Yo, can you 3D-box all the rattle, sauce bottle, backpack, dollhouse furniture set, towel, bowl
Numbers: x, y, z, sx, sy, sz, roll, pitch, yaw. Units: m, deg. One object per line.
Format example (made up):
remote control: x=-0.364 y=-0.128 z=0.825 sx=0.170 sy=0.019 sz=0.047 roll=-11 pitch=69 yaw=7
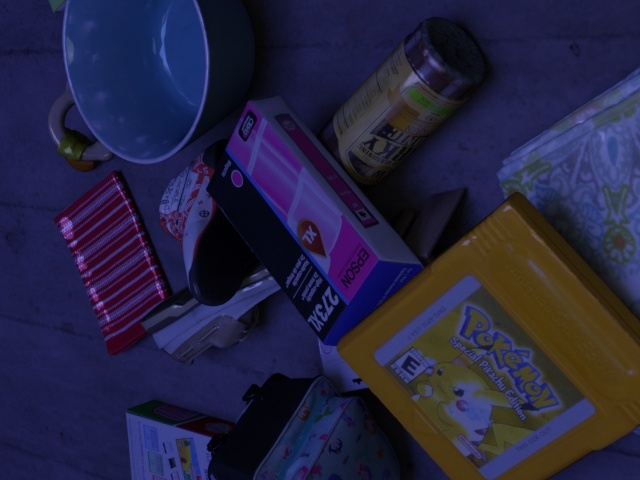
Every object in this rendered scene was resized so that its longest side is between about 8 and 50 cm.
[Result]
rattle: x=-0.376 y=-0.223 z=1.900 sx=0.130 sy=0.143 sz=0.199 roll=-2 pitch=84 yaw=9
sauce bottle: x=0.069 y=-0.139 z=1.483 sx=0.344 sy=0.111 sz=0.111 roll=-45 pitch=71 yaw=41
backpack: x=-0.007 y=0.330 z=1.579 sx=0.191 sy=0.225 sz=0.253 roll=3 pitch=134 yaw=37
dollhouse furniture set: x=0.149 y=0.037 z=1.510 sx=0.144 sy=0.123 sz=0.151 roll=-12 pitch=127 yaw=45
towel: x=-0.350 y=0.043 z=1.946 sx=0.199 sy=0.031 sz=0.274 roll=-29 pitch=82 yaw=41
towel: x=0.392 y=-0.005 z=1.253 sx=0.320 sy=0.090 sz=0.374 roll=-35 pitch=78 yaw=44
bowl: x=-0.213 y=-0.274 z=1.655 sx=0.312 sy=0.163 sz=0.311 roll=11 pitch=108 yaw=38

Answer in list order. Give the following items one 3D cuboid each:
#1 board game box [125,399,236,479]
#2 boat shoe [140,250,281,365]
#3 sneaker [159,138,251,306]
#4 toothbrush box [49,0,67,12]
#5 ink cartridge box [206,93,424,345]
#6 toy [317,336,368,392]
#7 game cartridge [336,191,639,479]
board game box: x=-0.184 y=0.411 z=1.873 sx=0.317 sy=0.064 sz=0.242 roll=8 pitch=106 yaw=39
boat shoe: x=-0.140 y=0.102 z=1.738 sx=0.302 sy=0.113 sz=0.103 roll=-26 pitch=105 yaw=40
sneaker: x=-0.176 y=-0.007 z=1.684 sx=0.145 sy=0.090 sz=0.270 roll=-30 pitch=47 yaw=45
toothbrush box: x=-0.358 y=-0.520 z=1.741 sx=0.206 sy=0.122 sz=0.283 roll=-32 pitch=79 yaw=42
ink cartridge box: x=0.000 y=0.000 z=1.474 sx=0.371 sy=0.069 sz=0.175 roll=50 pitch=134 yaw=20
toy: x=0.046 y=0.086 z=1.593 sx=0.137 sy=0.056 sz=0.237 roll=-21 pitch=81 yaw=53
game cartridge: x=0.208 y=0.141 z=1.319 sx=0.285 sy=0.053 sz=0.324 roll=48 pitch=130 yaw=2
